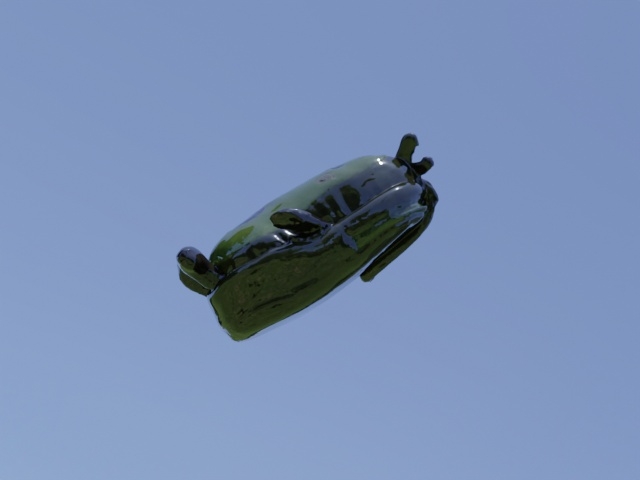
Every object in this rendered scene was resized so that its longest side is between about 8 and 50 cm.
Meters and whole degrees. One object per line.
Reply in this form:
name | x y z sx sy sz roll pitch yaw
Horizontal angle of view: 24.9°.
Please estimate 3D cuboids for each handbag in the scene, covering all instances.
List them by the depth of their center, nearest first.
handbag | 0.000 0.000 0.577 0.047 0.111 0.072 59 -11 5
